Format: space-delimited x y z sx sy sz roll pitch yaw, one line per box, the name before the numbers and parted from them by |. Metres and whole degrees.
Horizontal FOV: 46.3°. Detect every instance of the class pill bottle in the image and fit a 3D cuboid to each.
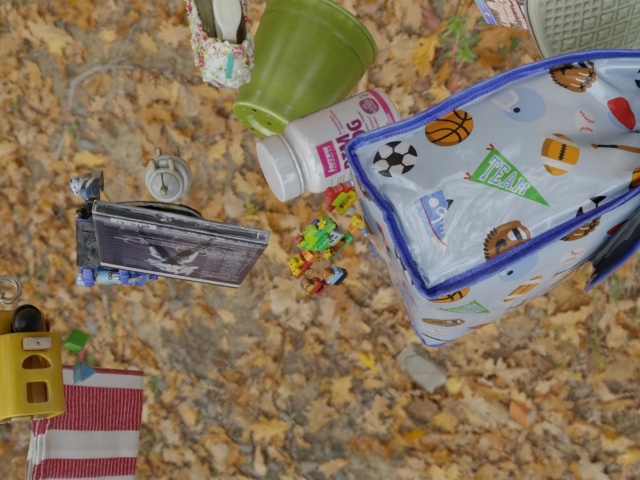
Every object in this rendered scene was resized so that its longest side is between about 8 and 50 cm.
pill bottle | 0.021 -0.195 1.555 0.160 0.283 0.160 59 166 25

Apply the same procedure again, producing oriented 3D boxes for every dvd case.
dvd case | -0.152 0.010 0.792 0.164 0.018 0.221 10 163 -11

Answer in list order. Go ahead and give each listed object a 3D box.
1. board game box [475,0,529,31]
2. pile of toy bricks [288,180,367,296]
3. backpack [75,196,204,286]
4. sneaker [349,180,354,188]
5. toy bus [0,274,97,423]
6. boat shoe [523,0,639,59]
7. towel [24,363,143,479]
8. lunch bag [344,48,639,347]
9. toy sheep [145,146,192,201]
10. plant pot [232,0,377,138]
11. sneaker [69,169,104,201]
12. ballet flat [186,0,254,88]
board game box | 0.502 -0.561 1.562 0.291 0.232 0.141 27 176 37
pile of toy bricks | 0.000 0.000 1.318 0.212 0.105 0.118 -49 48 24
backpack | -0.253 0.000 1.059 0.158 0.173 0.117 -154 64 -74
sneaker | 0.066 -0.188 2.048 0.211 0.081 0.080 24 101 -20
toy bus | -0.419 0.161 1.063 0.202 0.191 0.104 47 139 -16
boat shoe | 0.442 -0.319 1.135 0.187 0.500 0.156 -47 52 27
towel | -0.422 0.396 1.359 0.037 0.237 0.329 -6 75 34
lunch bag | 0.256 -0.048 0.893 0.239 0.385 0.328 63 178 18
toy sheep | -0.267 -0.111 1.309 0.091 0.132 0.091 2 116 4
plant pot | -0.074 -0.470 2.172 0.366 0.353 0.366 26 168 6
sneaker | -0.445 -0.099 1.410 0.058 0.135 0.052 -2 105 -8
ballet flat | -0.116 -0.287 0.864 0.077 0.091 0.241 120 138 -60
